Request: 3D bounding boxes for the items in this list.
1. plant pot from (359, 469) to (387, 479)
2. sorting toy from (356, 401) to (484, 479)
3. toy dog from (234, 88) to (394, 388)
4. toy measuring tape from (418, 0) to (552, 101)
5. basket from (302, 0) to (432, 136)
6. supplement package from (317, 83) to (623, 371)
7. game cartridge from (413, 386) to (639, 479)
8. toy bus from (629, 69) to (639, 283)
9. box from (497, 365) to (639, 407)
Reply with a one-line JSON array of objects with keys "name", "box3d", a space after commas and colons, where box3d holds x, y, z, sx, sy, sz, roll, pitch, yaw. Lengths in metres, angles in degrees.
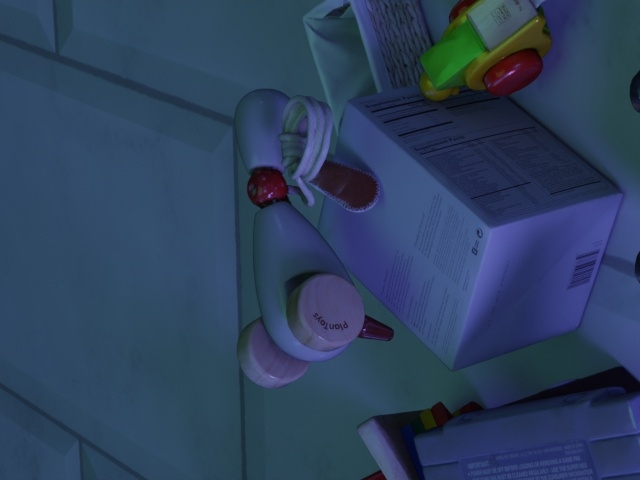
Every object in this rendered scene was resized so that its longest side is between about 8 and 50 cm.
[{"name": "plant pot", "box3d": [0.079, 0.479, 2.421, 0.267, 0.267, 0.235, 52, 152, 30]}, {"name": "sorting toy", "box3d": [0.182, 0.296, 2.229, 0.089, 0.257, 0.255, -36, 76, 15]}, {"name": "toy dog", "box3d": [0.000, 0.000, 2.120, 0.220, 0.161, 0.333, 4, 91, 58]}, {"name": "toy measuring tape", "box3d": [0.238, -0.252, 2.077, 0.330, 0.121, 0.121, -38, 69, 30]}, {"name": "basket", "box3d": [0.067, -0.217, 2.299, 0.113, 0.103, 0.167, -22, 83, 56]}, {"name": "supplement package", "box3d": [0.161, -0.028, 2.149, 0.263, 0.198, 0.199, 44, 136, 37]}, {"name": "game cartridge", "box3d": [0.242, 0.274, 1.937, 0.355, 0.068, 0.230, -18, 83, 55]}, {"name": "toy bus", "box3d": [0.386, -0.086, 1.869, 0.108, 0.130, 0.332, 14, 113, 51]}, {"name": "box", "box3d": [0.352, 0.316, 2.011, 0.381, 0.191, 0.143, 48, 137, 35]}]
